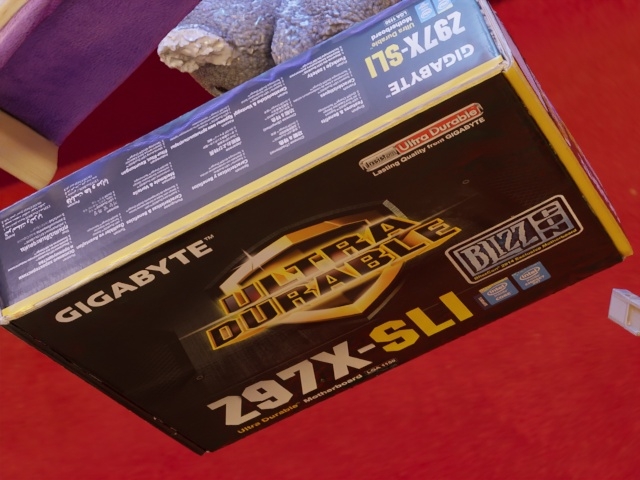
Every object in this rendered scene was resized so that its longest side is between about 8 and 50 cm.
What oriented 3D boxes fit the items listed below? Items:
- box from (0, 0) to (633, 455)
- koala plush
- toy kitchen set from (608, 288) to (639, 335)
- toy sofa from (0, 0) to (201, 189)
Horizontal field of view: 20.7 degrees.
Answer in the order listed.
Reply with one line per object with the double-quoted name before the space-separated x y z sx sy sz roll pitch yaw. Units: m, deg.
"box" 0.000 0.000 1.052 0.322 0.257 0.079 -26 60 12
"koala plush" -0.043 -0.189 1.720 0.221 0.196 0.203 15 118 5
"toy kitchen set" 0.363 0.062 1.857 0.083 0.075 0.068 5 101 -17
"toy sofa" -0.156 -0.194 1.296 0.362 0.150 0.177 -41 34 25
